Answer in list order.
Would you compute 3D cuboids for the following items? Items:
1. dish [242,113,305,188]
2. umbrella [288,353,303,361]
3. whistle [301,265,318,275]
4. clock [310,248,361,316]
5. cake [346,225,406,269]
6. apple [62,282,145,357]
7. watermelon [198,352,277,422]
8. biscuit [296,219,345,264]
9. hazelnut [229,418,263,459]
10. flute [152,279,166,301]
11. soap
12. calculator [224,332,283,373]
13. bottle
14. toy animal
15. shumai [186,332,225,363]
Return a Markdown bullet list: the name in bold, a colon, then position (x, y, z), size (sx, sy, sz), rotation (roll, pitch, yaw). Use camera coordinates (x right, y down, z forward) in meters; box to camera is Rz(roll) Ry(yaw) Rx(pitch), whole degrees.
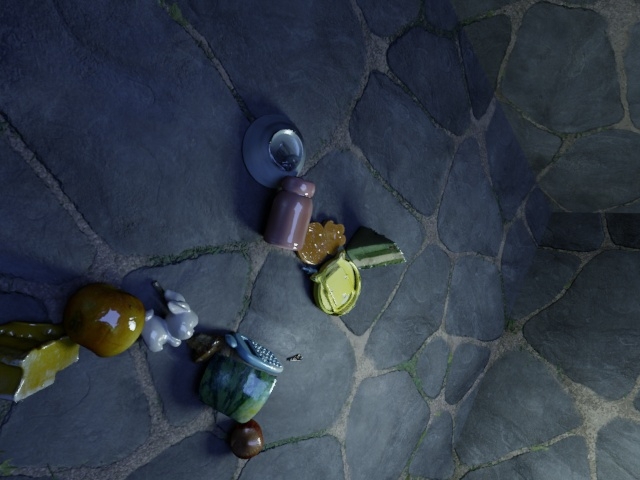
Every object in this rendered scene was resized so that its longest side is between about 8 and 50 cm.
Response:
- **dish**: position (-0.164, -0.374, 1.810), size (0.317, 0.106, 0.316), rotation (-4, 97, -39)
- **umbrella**: position (-0.112, 0.538, 1.985), size (0.083, 0.020, 0.031), rotation (-1, 93, -34)
- **whistle**: position (-0.047, 0.140, 1.993), size (0.100, 0.035, 0.035), rotation (23, 79, -37)
- **clock**: position (0.073, 0.214, 2.073), size (0.277, 0.071, 0.293), rotation (-34, 115, -33)
- **cake**: position (0.258, 0.067, 2.092), size (0.172, 0.284, 0.158), rotation (-45, 120, -9)
- **apple**: position (-0.678, 0.251, 1.368), size (0.237, 0.237, 0.207), rotation (35, 75, -36)
- **watermelon**: position (-0.341, 0.566, 1.713), size (0.262, 0.201, 0.212), rotation (31, 75, -9)
- **biscuit**: position (-0.001, 0.000, 2.014), size (0.289, 0.044, 0.201), rotation (-24, 109, -37)
- **hazelnut**: position (-0.298, 0.815, 1.788), size (0.143, 0.143, 0.154), rotation (9, 72, -39)
- **flute**: position (-0.546, 0.240, 1.600), size (0.027, 0.027, 0.233), rotation (-42, 118, -29)
- **soap**: position (-0.940, 0.316, 1.278), size (0.339, 0.304, 0.169), rotation (13, 92, 0)
- **calculator**: position (-0.267, 0.450, 1.744), size (0.303, 0.188, 0.042), rotation (36, 92, -35)
- **bottle**: position (-0.123, -0.122, 1.809), size (0.173, 0.206, 0.296), rotation (14, 97, -5)
- **toy animal**: position (-0.541, 0.287, 1.527), size (0.193, 0.127, 0.178), rotation (-34, 113, -15)
- **shumai**: position (-0.433, 0.403, 1.672), size (0.123, 0.139, 0.105), rotation (26, 42, -66)
